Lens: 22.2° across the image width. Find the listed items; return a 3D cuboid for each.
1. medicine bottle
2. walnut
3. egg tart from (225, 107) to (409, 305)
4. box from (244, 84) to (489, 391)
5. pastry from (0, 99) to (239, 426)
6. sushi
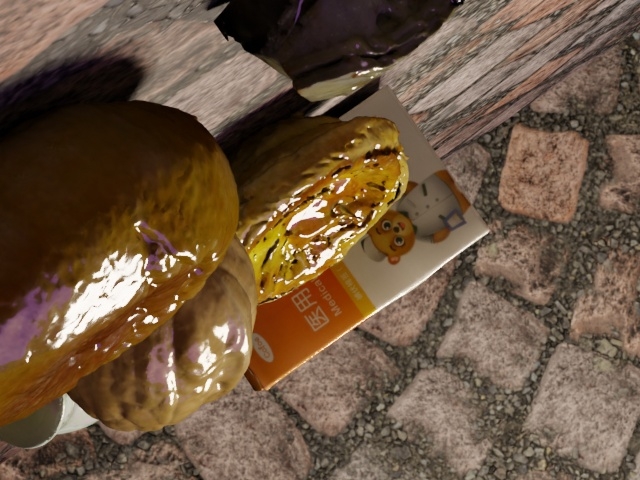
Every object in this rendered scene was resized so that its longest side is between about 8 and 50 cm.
[{"bbox_3d":[-0.312,0.154,1.883,0.147,0.147,0.143,-37,171,32],"label":"medicine bottle"},{"bbox_3d":[-0.166,0.068,1.583,0.225,0.225,0.261,-32,150,-30],"label":"walnut"},{"bbox_3d":[-0.035,-0.042,1.775,0.290,0.115,0.290,-33,159,-14],"label":"egg tart"},{"bbox_3d":[0.000,0.000,1.974,0.341,0.225,0.143,-35,180,-1],"label":"box"},{"bbox_3d":[-0.214,0.027,1.213,0.356,0.164,0.356,-32,173,-4],"label":"pastry"},{"bbox_3d":[0.068,-0.196,1.207,0.273,0.109,0.134,-31,175,-40],"label":"sushi"}]
